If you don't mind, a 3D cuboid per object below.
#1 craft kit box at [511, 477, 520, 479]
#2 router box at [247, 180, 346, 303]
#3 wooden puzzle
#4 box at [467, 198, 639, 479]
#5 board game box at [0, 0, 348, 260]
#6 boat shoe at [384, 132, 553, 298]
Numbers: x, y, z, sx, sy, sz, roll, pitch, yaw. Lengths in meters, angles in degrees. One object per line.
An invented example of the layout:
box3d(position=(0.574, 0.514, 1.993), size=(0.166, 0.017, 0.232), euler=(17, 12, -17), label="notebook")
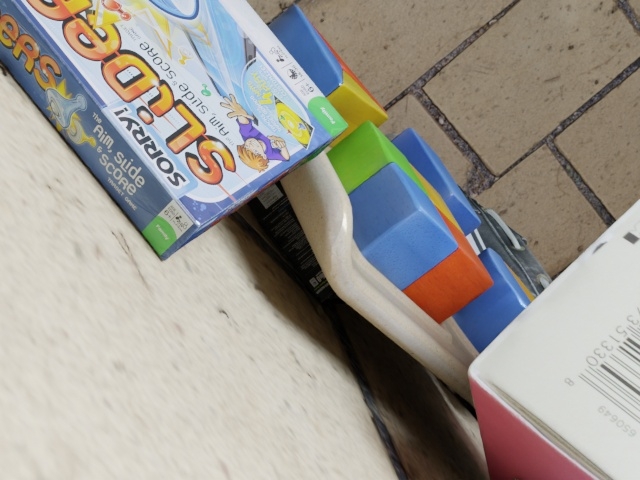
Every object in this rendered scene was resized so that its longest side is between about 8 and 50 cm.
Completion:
box3d(position=(0.163, 0.256, 0.519), size=(0.246, 0.061, 0.250), euler=(47, 8, -6), label="craft kit box")
box3d(position=(0.000, 0.000, 0.841), size=(0.092, 0.038, 0.122), euler=(52, 8, 11), label="router box")
box3d(position=(0.060, -0.019, 0.817), size=(0.348, 0.080, 0.322), euler=(47, 11, -43), label="wooden puzzle")
box3d(position=(0.186, 0.114, 0.656), size=(0.127, 0.148, 0.232), euler=(38, -17, 32), label="box")
box3d(position=(-0.092, -0.102, 0.568), size=(0.201, 0.035, 0.136), euler=(50, 41, 0), label="board game box")
box3d(position=(0.134, 0.027, 1.070), size=(0.119, 0.121, 0.335), euler=(8, 38, -28), label="boat shoe")
